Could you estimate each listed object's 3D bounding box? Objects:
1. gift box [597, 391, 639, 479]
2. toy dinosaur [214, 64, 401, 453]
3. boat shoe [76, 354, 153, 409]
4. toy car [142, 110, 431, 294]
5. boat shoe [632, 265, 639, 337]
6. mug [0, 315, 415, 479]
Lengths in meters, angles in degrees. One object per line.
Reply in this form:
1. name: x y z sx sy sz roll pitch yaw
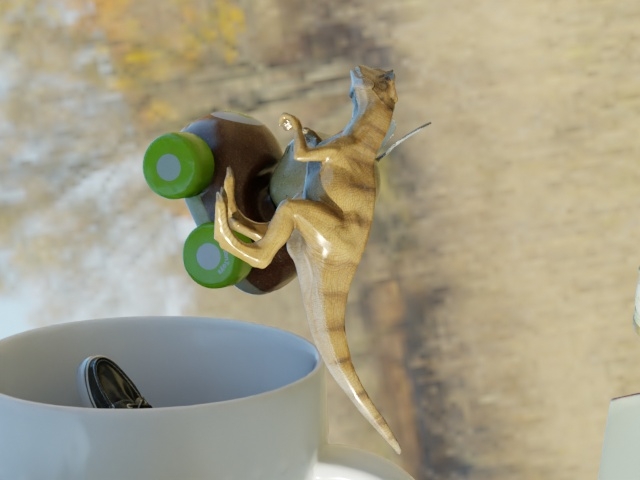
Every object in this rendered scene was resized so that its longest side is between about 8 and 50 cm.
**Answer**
1. gift box: 0.299 0.237 1.222 0.255 0.276 0.258 -25 47 54
2. toy dinosaur: 0.000 0.000 0.997 0.064 0.112 0.212 94 -177 -80
3. boat shoe: -0.140 0.147 1.453 0.040 0.049 0.142 -40 75 42
4. toy car: -0.011 -0.056 1.447 0.149 0.188 0.155 66 -156 6
5. boat shoe: 0.252 0.026 1.059 0.056 0.153 0.048 -108 14 -61
6. mug: -0.084 0.251 1.445 0.276 0.374 0.328 -45 -44 -73
